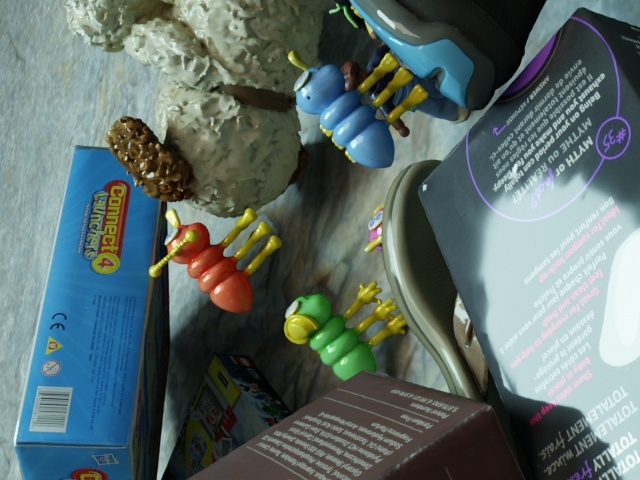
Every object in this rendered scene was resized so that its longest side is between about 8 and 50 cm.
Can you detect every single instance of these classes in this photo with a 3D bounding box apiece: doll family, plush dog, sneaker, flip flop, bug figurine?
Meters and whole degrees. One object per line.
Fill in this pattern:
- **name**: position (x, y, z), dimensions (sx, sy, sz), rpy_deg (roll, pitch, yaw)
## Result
- **doll family**: position (0.058, -0.170, 0.848), dimensions (0.076, 0.111, 0.193), rpy_deg (-48, 46, 38)
- **plush dog**: position (-0.072, -0.132, 0.935), dimensions (0.210, 0.262, 0.226), rpy_deg (8, 96, 43)
- **sneaker**: position (0.105, -0.206, 0.688), dimensions (0.139, 0.125, 0.341), rpy_deg (-39, 21, 31)
- **flip flop**: position (0.120, 0.067, 0.697), dimensions (0.080, 0.112, 0.277), rpy_deg (-43, 52, 47)
- **bug figurine**: position (0.000, 0.000, 0.823), dimensions (0.216, 0.072, 0.279), rpy_deg (43, 126, 0)

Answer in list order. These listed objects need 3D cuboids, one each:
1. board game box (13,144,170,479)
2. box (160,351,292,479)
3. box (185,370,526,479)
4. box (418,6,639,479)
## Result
- **board game box**: position (-0.193, 0.129, 0.982), dimensions (0.302, 0.086, 0.308), rpy_deg (98, 174, -50)
- **box**: position (-0.064, 0.230, 0.977), dimensions (0.233, 0.044, 0.159), rpy_deg (45, 118, 50)
- **box**: position (0.012, 0.198, 0.593), dimensions (0.169, 0.203, 0.167), rpy_deg (64, 161, -10)
- **box**: position (0.188, 0.035, 0.576), dimensions (0.165, 0.143, 0.270), rpy_deg (-50, 44, 38)
